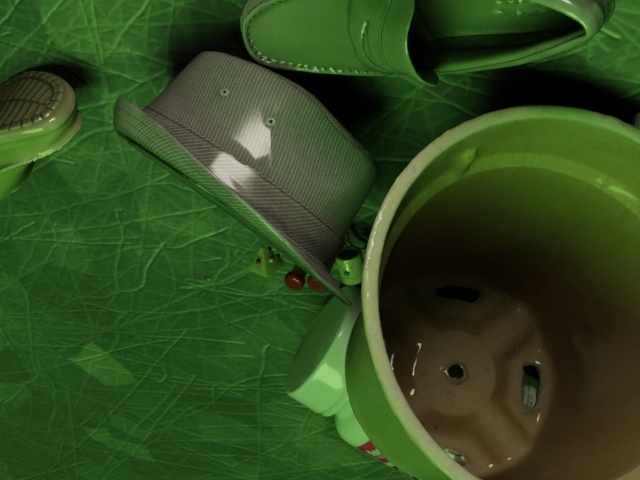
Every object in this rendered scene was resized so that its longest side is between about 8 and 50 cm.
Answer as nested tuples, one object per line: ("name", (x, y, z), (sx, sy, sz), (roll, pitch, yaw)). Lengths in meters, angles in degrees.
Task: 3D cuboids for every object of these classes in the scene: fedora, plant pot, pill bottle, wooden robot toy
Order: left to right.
("fedora", (-0.047, -0.072, 1.067), (0.275, 0.124, 0.244), (35, 177, 20))
("wooden robot toy", (0.000, 0.000, 1.220), (0.173, 0.076, 0.079), (0, 125, 23))
("pill bottle", (0.116, 0.173, 1.285), (0.283, 0.160, 0.160), (31, 140, -10))
("plant pot", (0.162, 0.094, 1.064), (0.334, 0.334, 0.305), (25, 159, -4))

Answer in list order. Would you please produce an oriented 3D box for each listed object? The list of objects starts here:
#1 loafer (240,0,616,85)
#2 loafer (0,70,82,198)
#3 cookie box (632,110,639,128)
("loafer", (0.071, -0.178, 0.951), (0.319, 0.111, 0.112), (-6, 133, 29))
("loafer", (-0.323, -0.098, 1.235), (0.268, 0.102, 0.092), (-8, 134, 43))
("cookie box", (0.326, -0.086, 0.996), (0.092, 0.040, 0.107), (39, 138, -20))
